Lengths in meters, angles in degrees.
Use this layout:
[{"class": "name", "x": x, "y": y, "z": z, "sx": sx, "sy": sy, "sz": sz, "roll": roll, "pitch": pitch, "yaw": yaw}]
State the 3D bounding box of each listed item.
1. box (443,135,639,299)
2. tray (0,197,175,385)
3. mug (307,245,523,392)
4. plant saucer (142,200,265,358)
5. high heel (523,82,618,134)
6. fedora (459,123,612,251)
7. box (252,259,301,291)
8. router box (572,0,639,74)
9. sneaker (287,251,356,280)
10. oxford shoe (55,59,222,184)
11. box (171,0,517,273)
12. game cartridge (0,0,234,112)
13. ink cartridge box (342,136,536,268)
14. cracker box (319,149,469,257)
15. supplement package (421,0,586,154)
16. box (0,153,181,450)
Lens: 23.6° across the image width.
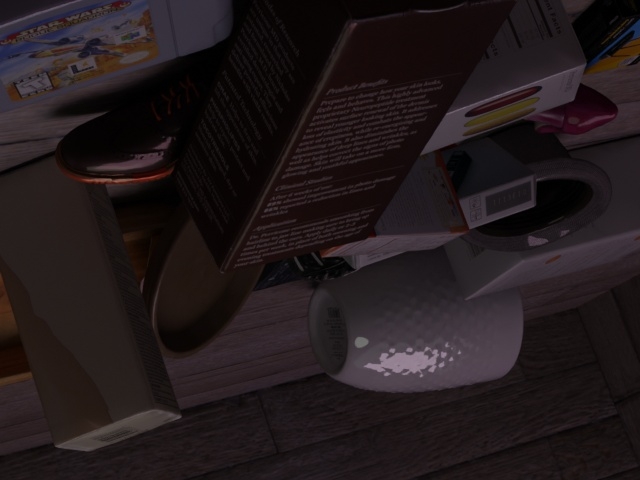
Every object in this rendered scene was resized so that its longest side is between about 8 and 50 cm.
[{"class": "box", "x": 0.406, "y": -0.040, "z": 2.623, "sx": 0.345, "sy": 0.168, "sz": 0.215, "roll": -13, "pitch": 165, "yaw": -27}, {"class": "tray", "x": -0.376, "y": 0.076, "z": 1.925, "sx": 0.411, "sy": 0.076, "sz": 0.203, "roll": -12, "pitch": 128, "yaw": -34}, {"class": "mug", "x": 0.135, "y": 0.134, "z": 2.824, "sx": 0.328, "sy": 0.276, "sz": 0.374, "roll": -7, "pitch": -166, "yaw": -27}, {"class": "plant saucer", "x": -0.147, "y": 0.024, "z": 2.011, "sx": 0.278, "sy": 0.041, "sz": 0.278, "roll": -47, "pitch": 152, "yaw": -35}, {"class": "high heel", "x": 0.337, "y": -0.177, "z": 2.000, "sx": 0.117, "sy": 0.082, "sz": 0.244, "roll": 7, "pitch": -176, "yaw": 14}, {"class": "fedora", "x": 0.309, "y": -0.093, "z": 2.343, "sx": 0.243, "sy": 0.124, "sz": 0.275, "roll": -29, "pitch": 154, "yaw": 27}, {"class": "box", "x": 0.000, "y": 0.000, "z": 2.426, "sx": 0.183, "sy": 0.059, "sz": 0.232, "roll": -13, "pitch": 165, "yaw": -27}, {"class": "router box", "x": 0.379, "y": -0.265, "z": 1.906, "sx": 0.133, "sy": 0.046, "sz": 0.179, "roll": -14, "pitch": 166, "yaw": -23}, {"class": "sneaker", "x": 0.073, "y": -0.026, "z": 2.268, "sx": 0.271, "sy": 0.100, "sz": 0.108, "roll": -33, "pitch": 176, "yaw": 2}, {"class": "oxford shoe", "x": -0.149, "y": -0.138, "z": 1.593, "sx": 0.271, "sy": 0.097, "sz": 0.098, "roll": -21, "pitch": 149, "yaw": -16}, {"class": "box", "x": 0.009, "y": -0.141, "z": 1.466, "sx": 0.191, "sy": 0.143, "sz": 0.381, "roll": -13, "pitch": 153, "yaw": -32}, {"class": "game cartridge", "x": -0.219, "y": -0.186, "z": 1.323, "sx": 0.297, "sy": 0.062, "sz": 0.198, "roll": -18, "pitch": 172, "yaw": -5}, {"class": "ink cartridge box", "x": 0.113, "y": -0.077, "z": 2.057, "sx": 0.275, "sy": 0.239, "sz": 0.060, "roll": -19, "pitch": 125, "yaw": -19}, {"class": "cracker box", "x": 0.068, "y": -0.066, "z": 1.834, "sx": 0.067, "sy": 0.156, "sz": 0.232, "roll": -28, "pitch": 165, "yaw": 35}, {"class": "supplement package", "x": 0.148, "y": -0.190, "z": 1.671, "sx": 0.244, "sy": 0.134, "sz": 0.139, "roll": -20, "pitch": 168, "yaw": 0}, {"class": "box", "x": -0.272, "y": 0.071, "z": 1.732, "sx": 0.121, "sy": 0.311, "sz": 0.148, "roll": -21, "pitch": 167, "yaw": 4}]
